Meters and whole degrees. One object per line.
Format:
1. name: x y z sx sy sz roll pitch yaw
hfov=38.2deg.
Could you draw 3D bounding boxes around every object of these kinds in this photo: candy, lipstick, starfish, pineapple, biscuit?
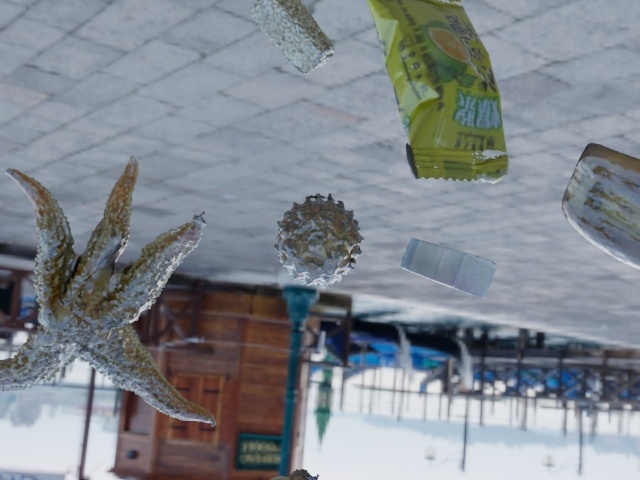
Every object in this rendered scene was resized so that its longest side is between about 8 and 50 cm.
1. candy: 0.142 -0.209 1.139 0.187 0.297 0.081 -1 162 -38
2. lipstick: 0.227 0.045 1.684 0.066 0.068 0.317 20 180 -12
3. starfish: -0.226 0.058 0.989 0.301 0.293 0.084 14 -164 -10
4. pineapple: 0.000 0.000 1.617 0.166 0.166 0.193 3 178 5
5. biscuit: -0.049 -0.381 1.668 0.070 0.168 0.082 -42 -178 -42

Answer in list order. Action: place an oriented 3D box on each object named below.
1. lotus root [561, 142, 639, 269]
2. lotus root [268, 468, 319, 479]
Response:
1. lotus root: 0.302 -0.030 0.904 0.135 0.095 0.159 25 175 7
2. lotus root: -0.061 0.337 1.128 0.073 0.150 0.062 30 159 39
